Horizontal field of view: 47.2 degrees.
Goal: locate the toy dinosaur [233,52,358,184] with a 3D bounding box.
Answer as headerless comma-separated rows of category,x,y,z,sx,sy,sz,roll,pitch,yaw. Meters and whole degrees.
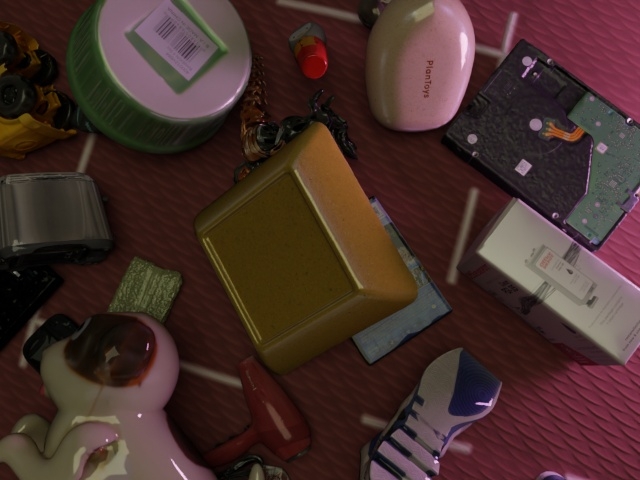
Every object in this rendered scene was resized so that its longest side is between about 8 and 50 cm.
toy dinosaur,-0.067,-0.164,1.287,0.218,0.164,0.322,-16,111,17

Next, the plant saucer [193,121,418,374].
plant saucer,-0.056,0.028,1.210,0.333,0.081,0.333,-34,81,30

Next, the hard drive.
hard drive,0.420,-0.168,1.313,0.339,0.064,0.237,38,85,7

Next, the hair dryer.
hair dryer,-0.127,0.346,1.253,0.223,0.080,0.293,8,82,4

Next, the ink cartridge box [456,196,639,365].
ink cartridge box,0.380,0.075,1.209,0.283,0.207,0.117,38,83,7

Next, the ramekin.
ramekin,-0.265,-0.311,1.248,0.303,0.148,0.303,5,79,-27

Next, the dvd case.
dvd case,0.091,0.071,1.313,0.180,0.022,0.253,-33,83,-2

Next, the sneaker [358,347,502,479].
sneaker,0.154,0.324,1.228,0.127,0.182,0.315,44,56,5

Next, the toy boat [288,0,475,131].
toy boat,0.106,-0.324,1.270,0.318,0.148,0.267,2,125,-9

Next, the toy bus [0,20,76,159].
toy bus,-0.583,-0.254,1.331,0.211,0.149,0.220,-27,80,14

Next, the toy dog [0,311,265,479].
toy dog,-0.306,0.313,1.138,0.395,0.284,0.408,-11,88,1

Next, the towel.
towel,-0.320,0.111,1.318,0.110,0.027,0.148,21,85,5

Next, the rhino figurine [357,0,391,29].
rhino figurine,0.169,-0.470,1.358,0.106,0.073,0.243,42,84,4

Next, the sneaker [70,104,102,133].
sneaker,-0.387,-0.316,1.342,0.106,0.101,0.267,1,67,27

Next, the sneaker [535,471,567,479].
sneaker,0.459,0.472,1.176,0.226,0.163,0.086,36,83,5

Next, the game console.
game console,-0.503,0.183,1.308,0.361,0.044,0.213,42,87,7

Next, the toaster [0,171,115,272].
toaster,-0.477,-0.032,1.268,0.227,0.129,0.146,-6,75,-29
